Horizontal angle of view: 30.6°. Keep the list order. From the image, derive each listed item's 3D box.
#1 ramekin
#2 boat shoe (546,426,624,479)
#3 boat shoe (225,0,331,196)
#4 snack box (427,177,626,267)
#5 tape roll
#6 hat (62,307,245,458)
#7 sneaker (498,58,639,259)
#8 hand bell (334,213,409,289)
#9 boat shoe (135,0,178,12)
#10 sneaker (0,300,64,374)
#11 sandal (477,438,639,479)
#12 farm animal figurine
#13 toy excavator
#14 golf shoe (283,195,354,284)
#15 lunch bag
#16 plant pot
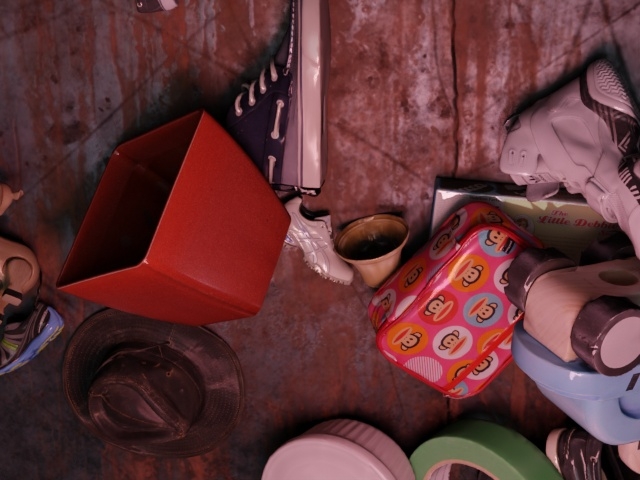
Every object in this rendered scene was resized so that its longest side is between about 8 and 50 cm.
[{"bbox_3d":[0.044,0.435,2.029,0.272,0.127,0.273,10,114,24],"label":"ramekin"},{"bbox_3d":[0.490,0.457,1.944,0.113,0.127,0.340,-17,100,36],"label":"boat shoe"},{"bbox_3d":[-0.070,-0.232,1.801,0.158,0.127,0.341,5,112,7],"label":"boat shoe"},{"bbox_3d":[0.336,0.007,1.906,0.321,0.060,0.187,6,114,1],"label":"snack box"},{"bbox_3d":[0.286,0.464,1.991,0.321,0.077,0.321,22,125,37],"label":"tape roll"},{"bbox_3d":[-0.298,0.274,2.020,0.331,0.134,0.331,1,111,3],"label":"hat"},{"bbox_3d":[0.397,-0.084,1.741,0.210,0.366,0.137,-25,145,21],"label":"sneaker"},{"bbox_3d":[0.115,0.090,1.948,0.126,0.126,0.242,-13,123,9],"label":"hand bell"},{"bbox_3d":[-0.282,-0.449,1.756,0.076,0.080,0.229,-14,118,8],"label":"boat shoe"},{"bbox_3d":[-0.525,0.172,2.037,0.188,0.067,0.078,-40,83,19],"label":"sneaker"},{"bbox_3d":[0.496,0.405,2.034,0.445,0.107,0.168,-17,110,10],"label":"sandal"},{"bbox_3d":[-0.578,-0.008,1.904,0.330,0.172,0.327,-25,128,27],"label":"farm animal figurine"},{"bbox_3d":[0.476,0.228,1.790,0.432,0.222,0.445,-8,118,-26],"label":"toy excavator"},{"bbox_3d":[0.000,0.000,1.925,0.176,0.069,0.086,39,103,-13],"label":"golf shoe"},{"bbox_3d":[0.248,0.106,1.855,0.258,0.120,0.293,33,110,-24],"label":"lunch bag"},{"bbox_3d":[-0.205,-0.006,1.807,0.235,0.267,0.267,33,151,-31],"label":"plant pot"}]
